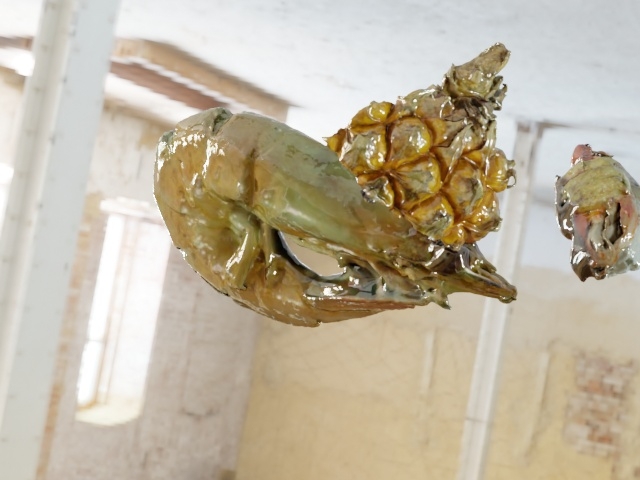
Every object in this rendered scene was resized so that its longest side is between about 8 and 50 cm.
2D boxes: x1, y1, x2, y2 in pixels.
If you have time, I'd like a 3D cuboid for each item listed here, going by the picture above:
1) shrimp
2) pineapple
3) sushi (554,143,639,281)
[{"bbox_3d":[0.001,0.000,0.731,0.267,0.145,0.061,15,-154,20],"label":"shrimp"},{"bbox_3d":[0.069,-0.061,0.628,0.114,0.114,0.077,37,-175,-16],"label":"pineapple"},{"bbox_3d":[0.317,-0.036,1.230,0.103,0.097,0.226,31,-145,-21],"label":"sushi"}]
